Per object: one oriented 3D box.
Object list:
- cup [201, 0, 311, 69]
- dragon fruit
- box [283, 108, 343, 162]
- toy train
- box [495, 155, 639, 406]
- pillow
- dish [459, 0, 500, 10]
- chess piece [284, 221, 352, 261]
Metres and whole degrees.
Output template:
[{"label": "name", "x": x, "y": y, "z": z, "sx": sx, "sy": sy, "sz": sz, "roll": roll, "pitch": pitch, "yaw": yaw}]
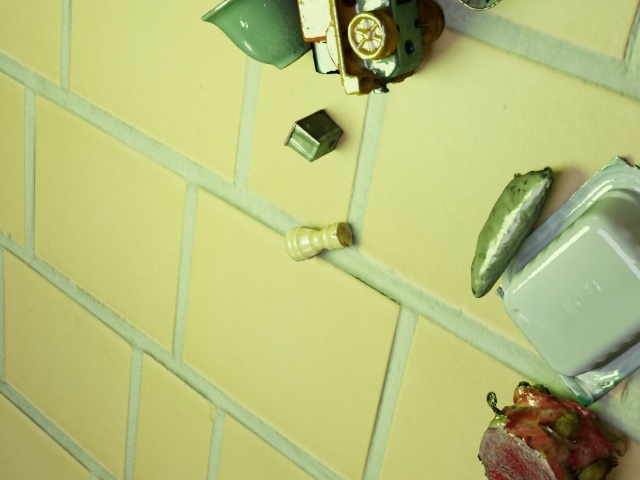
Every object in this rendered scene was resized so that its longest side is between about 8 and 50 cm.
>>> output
[{"label": "cup", "x": -0.079, "y": -0.371, "z": 1.697, "sx": 0.199, "sy": 0.199, "sz": 0.150, "roll": -21, "pitch": 111, "yaw": 46}, {"label": "dragon fruit", "x": 0.361, "y": 0.334, "z": 1.587, "sx": 0.211, "sy": 0.147, "sz": 0.282, "roll": -6, "pitch": 110, "yaw": 59}, {"label": "box", "x": -0.011, "y": -0.181, "z": 1.760, "sx": 0.063, "sy": 0.084, "sz": 0.060, "roll": 44, "pitch": 131, "yaw": 14}, {"label": "toy train", "x": 0.047, "y": -0.410, "z": 1.550, "sx": 0.231, "sy": 0.163, "sz": 0.369, "roll": 5, "pitch": 111, "yaw": 40}, {"label": "box", "x": 0.398, "y": 0.076, "z": 1.469, "sx": 0.264, "sy": 0.106, "sz": 0.337, "roll": 52, "pitch": 135, "yaw": 13}, {"label": "pillow", "x": 0.286, "y": -0.024, "z": 1.553, "sx": 0.241, "sy": 0.051, "sz": 0.093, "roll": -65, "pitch": 30, "yaw": 28}, {"label": "dish", "x": 0.238, "y": -0.429, "z": 1.436, "sx": 0.190, "sy": 0.066, "sz": 0.191, "roll": 18, "pitch": 119, "yaw": 35}, {"label": "chess piece", "x": 0.000, "y": 0.000, "z": 1.843, "sx": 0.122, "sy": 0.066, "sz": 0.066, "roll": -10, "pitch": 100, "yaw": 39}]
